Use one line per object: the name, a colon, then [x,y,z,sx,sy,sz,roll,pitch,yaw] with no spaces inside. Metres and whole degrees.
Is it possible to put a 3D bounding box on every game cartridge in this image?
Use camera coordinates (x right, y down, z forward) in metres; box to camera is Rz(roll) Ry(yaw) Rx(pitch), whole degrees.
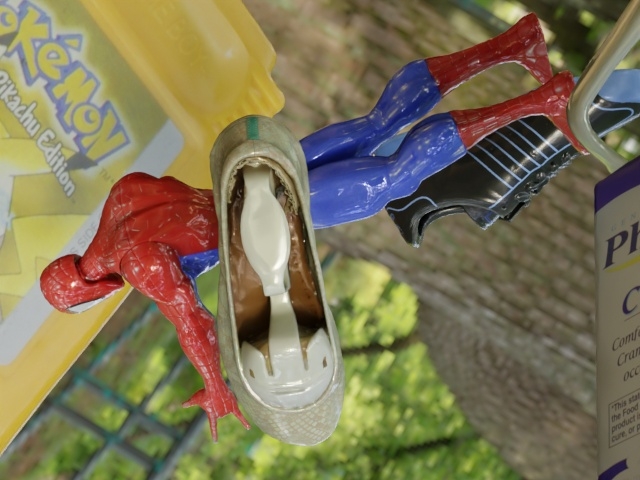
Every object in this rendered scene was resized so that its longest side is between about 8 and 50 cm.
game cartridge: [-0.180,-0.084,0.883,0.052,0.285,0.324,6,-129,48]

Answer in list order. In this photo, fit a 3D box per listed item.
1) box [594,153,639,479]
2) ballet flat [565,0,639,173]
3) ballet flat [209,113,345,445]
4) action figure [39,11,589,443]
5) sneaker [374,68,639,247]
box: [0.152,0.045,0.468,0.072,0.126,0.137,-37,-144,42]
ballet flat: [0.158,-0.110,0.588,0.182,0.483,0.164,-33,-173,16]
ballet flat: [-0.023,0.027,0.703,0.052,0.057,0.168,-102,180,-69]
action figure: [0.000,0.000,0.800,0.091,0.280,0.139,-107,177,-50]
sneaker: [0.160,-0.065,1.246,0.232,0.090,0.081,-18,170,16]
